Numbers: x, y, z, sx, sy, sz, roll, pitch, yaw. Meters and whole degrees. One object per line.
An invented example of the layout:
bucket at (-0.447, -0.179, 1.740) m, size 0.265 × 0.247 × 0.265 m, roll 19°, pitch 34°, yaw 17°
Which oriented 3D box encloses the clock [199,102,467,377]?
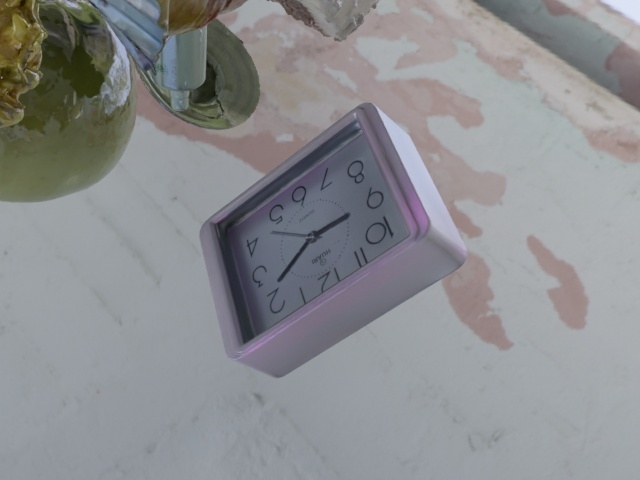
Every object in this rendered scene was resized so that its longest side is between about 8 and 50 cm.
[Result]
clock at (0.000, 0.000, 0.593) m, size 0.197 × 0.063 × 0.150 m, roll -34°, pitch -128°, yaw 20°

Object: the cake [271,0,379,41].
cake at (-0.003, -0.280, 0.684) m, size 0.147 × 0.134 × 0.135 m, roll 38°, pitch -84°, yaw 15°

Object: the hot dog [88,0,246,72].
hot dog at (-0.067, -0.192, 0.377) m, size 0.082 × 0.162 × 0.270 m, roll -3°, pitch -151°, yaw 5°

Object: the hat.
hat at (-0.241, -0.288, 1.307) m, size 0.252 × 0.110 × 0.251 m, roll 17°, pitch -121°, yaw -32°

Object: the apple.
apple at (-0.583, -0.305, 1.417) m, size 0.474 × 0.473 × 0.473 m, roll 4°, pitch -128°, yaw -5°

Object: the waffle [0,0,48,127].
waffle at (-0.414, -0.222, 0.729) m, size 0.262 × 0.060 × 0.280 m, roll -13°, pitch -84°, yaw -24°

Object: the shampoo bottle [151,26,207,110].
shampoo bottle at (-0.208, -0.306, 1.062) m, size 0.085 × 0.262 × 0.085 m, roll 5°, pitch -139°, yaw -4°
